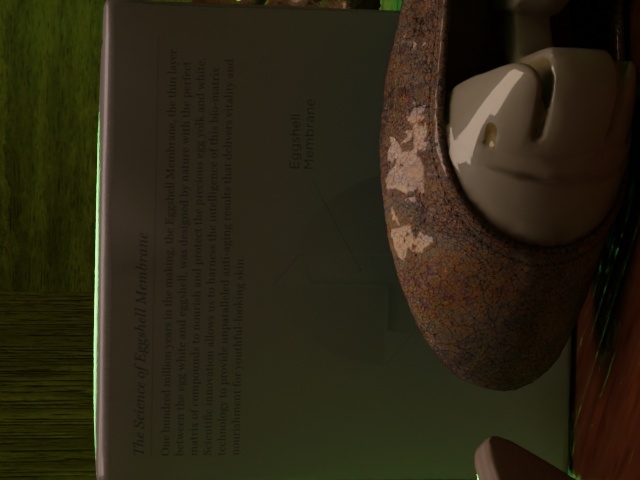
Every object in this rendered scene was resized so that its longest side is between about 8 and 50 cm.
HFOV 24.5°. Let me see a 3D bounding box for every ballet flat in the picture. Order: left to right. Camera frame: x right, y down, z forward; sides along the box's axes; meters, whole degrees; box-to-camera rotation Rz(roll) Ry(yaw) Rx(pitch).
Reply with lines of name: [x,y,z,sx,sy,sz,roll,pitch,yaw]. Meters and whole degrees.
ballet flat: [0.086,-0.094,0.621,0.106,0.107,0.316,168,102,-70]

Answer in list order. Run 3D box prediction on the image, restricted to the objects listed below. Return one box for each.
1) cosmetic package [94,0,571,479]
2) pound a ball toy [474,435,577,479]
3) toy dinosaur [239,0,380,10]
cosmetic package: [0.000,0.000,0.740,0.138,0.224,0.224,-162,73,-80]
pound a ball toy: [0.059,0.231,0.540,0.208,0.135,0.319,-46,27,19]
toy dinosaur: [0.010,-0.181,1.045,0.200,0.127,0.296,131,151,-64]
